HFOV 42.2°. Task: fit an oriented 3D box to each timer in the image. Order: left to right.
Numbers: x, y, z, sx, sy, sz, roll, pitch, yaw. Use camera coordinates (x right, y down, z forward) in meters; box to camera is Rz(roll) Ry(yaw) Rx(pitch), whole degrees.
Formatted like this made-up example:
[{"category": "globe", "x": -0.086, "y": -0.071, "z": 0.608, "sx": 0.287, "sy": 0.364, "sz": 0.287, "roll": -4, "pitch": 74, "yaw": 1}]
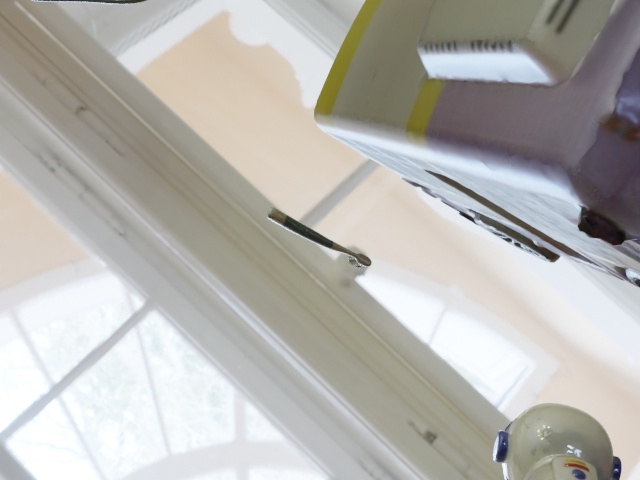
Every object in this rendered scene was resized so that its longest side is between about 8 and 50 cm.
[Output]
[{"category": "timer", "x": 0.271, "y": 0.326, "z": 0.908, "sx": 0.270, "sy": 0.270, "sz": 0.383, "roll": -51, "pitch": 9, "yaw": 28}]

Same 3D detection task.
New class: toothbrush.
[{"category": "toothbrush", "x": 0.000, "y": 0.000, "z": 1.224, "sx": 0.025, "sy": 0.019, "sz": 0.276, "roll": -8, "pitch": -20, "yaw": 31}]

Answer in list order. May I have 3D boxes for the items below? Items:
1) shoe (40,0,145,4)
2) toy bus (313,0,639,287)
[{"category": "shoe", "x": -0.343, "y": -0.424, "z": 1.256, "sx": 0.241, "sy": 0.108, "sz": 0.093, "roll": -10, "pitch": -27, "yaw": -20}, {"category": "toy bus", "x": 0.172, "y": -0.099, "z": 0.531, "sx": 0.209, "sy": 0.249, "sz": 0.440, "roll": -61, "pitch": 20, "yaw": 3}]
